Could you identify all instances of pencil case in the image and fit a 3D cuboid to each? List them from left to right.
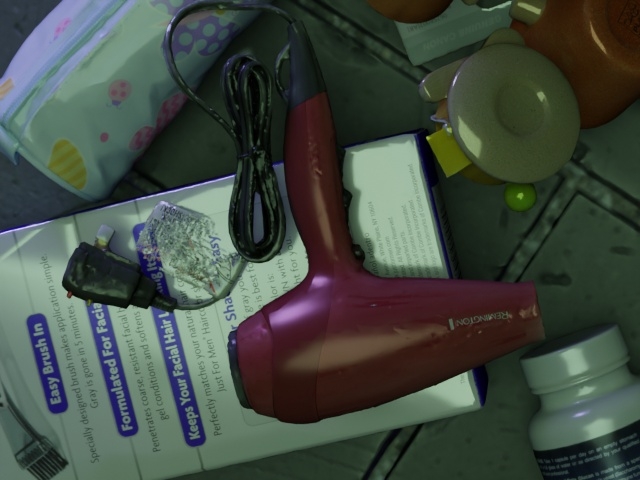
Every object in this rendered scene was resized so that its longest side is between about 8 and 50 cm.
[{"bbox_3d":[-0.104,-0.153,1.151,0.113,0.124,0.273,42,99,3],"label":"pencil case"}]

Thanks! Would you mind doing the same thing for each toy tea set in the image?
[{"bbox_3d":[0.086,-0.185,1.103,0.200,0.124,0.336,-26,88,-25],"label":"toy tea set"}]

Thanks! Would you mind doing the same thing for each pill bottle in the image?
[{"bbox_3d":[0.191,0.144,1.145,0.094,0.094,0.169,-21,91,9],"label":"pill bottle"}]

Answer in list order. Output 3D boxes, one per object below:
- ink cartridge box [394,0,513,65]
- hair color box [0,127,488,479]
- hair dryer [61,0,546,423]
[{"bbox_3d":[0.101,-0.259,1.162,0.189,0.066,0.232,-20,112,9],"label":"ink cartridge box"},{"bbox_3d":[-0.074,0.053,1.171,0.339,0.110,0.185,-13,93,7],"label":"hair color box"},{"bbox_3d":[0.000,0.000,1.063,0.293,0.080,0.223,28,97,4],"label":"hair dryer"}]
